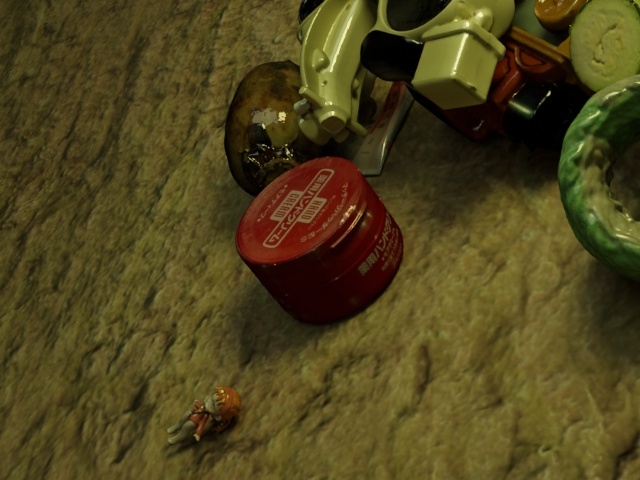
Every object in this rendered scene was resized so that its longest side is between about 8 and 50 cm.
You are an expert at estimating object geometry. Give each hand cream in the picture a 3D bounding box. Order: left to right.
[{"bbox_3d":[0.000,0.000,1.606,0.193,0.125,0.193,-23,38,20],"label":"hand cream"},{"bbox_3d":[0.099,-0.179,1.808,0.052,0.038,0.216,-33,27,60],"label":"hand cream"}]

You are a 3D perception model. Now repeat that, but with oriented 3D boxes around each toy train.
[{"bbox_3d":[0.253,-0.229,1.622,0.231,0.163,0.369,-50,35,4],"label":"toy train"}]

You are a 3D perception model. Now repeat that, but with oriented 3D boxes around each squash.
[{"bbox_3d":[0.386,-0.217,1.412,0.187,0.123,0.123,-2,22,-29],"label":"squash"}]

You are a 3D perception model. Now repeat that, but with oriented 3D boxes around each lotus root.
[{"bbox_3d":[-0.065,-0.162,1.810,0.141,0.169,0.314,3,37,0],"label":"lotus root"}]

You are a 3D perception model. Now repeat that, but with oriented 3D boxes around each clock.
[{"bbox_3d":[0.086,-0.263,1.637,0.379,0.120,0.276,-9,57,50],"label":"clock"}]

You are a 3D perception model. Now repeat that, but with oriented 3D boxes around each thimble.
[{"bbox_3d":[0.357,-0.064,1.302,0.219,0.150,0.219,-2,82,15],"label":"thimble"}]

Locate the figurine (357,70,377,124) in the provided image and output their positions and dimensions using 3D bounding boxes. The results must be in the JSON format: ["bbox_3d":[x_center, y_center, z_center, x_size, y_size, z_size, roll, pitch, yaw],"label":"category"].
[{"bbox_3d":[0.044,-0.239,1.856,0.132,0.132,0.153,-23,47,20],"label":"figurine"}]

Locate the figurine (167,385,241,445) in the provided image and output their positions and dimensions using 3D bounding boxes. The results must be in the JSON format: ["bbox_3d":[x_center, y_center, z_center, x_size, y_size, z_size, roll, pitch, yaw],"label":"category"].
[{"bbox_3d":[-0.144,0.218,1.553,0.109,0.047,0.064,-34,41,20],"label":"figurine"}]
